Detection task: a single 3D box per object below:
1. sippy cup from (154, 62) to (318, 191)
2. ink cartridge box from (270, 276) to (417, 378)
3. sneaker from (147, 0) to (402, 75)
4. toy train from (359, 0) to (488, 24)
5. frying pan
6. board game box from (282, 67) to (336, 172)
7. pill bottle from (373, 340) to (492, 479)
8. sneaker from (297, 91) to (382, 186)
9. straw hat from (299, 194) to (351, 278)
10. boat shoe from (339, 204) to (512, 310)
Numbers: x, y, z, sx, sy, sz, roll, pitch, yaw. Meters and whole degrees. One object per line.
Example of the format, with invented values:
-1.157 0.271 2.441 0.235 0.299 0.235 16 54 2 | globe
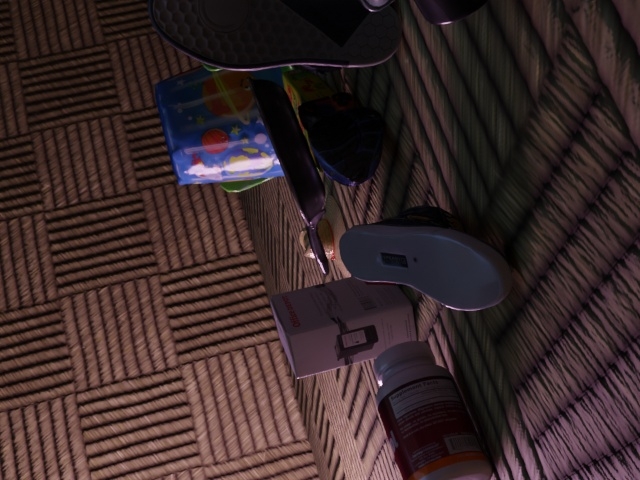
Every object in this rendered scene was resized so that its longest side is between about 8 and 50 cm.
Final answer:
-0.138 -0.191 1.392 0.240 0.224 0.305 -119 18 -62 | sippy cup
0.025 0.096 1.046 0.109 0.151 0.063 -123 21 -65 | ink cartridge box
-0.051 -0.209 0.846 0.163 0.226 0.086 -120 37 -71 | sneaker
-0.008 -0.274 0.495 0.334 0.142 0.190 50 -174 -31 | toy train
-0.018 -0.059 1.111 0.197 0.053 0.326 -108 -5 -66 | frying pan
-0.008 -0.168 1.196 0.181 0.043 0.092 -121 19 -62 | board game box
0.106 0.181 0.881 0.086 0.086 0.152 88 166 -53 | pill bottle
0.031 -0.104 0.993 0.221 0.083 0.087 -104 -5 -66 | sneaker
0.000 0.000 1.349 0.144 0.061 0.144 166 90 -81 | straw hat
0.103 0.005 0.737 0.183 0.083 0.065 13 120 50 | boat shoe
